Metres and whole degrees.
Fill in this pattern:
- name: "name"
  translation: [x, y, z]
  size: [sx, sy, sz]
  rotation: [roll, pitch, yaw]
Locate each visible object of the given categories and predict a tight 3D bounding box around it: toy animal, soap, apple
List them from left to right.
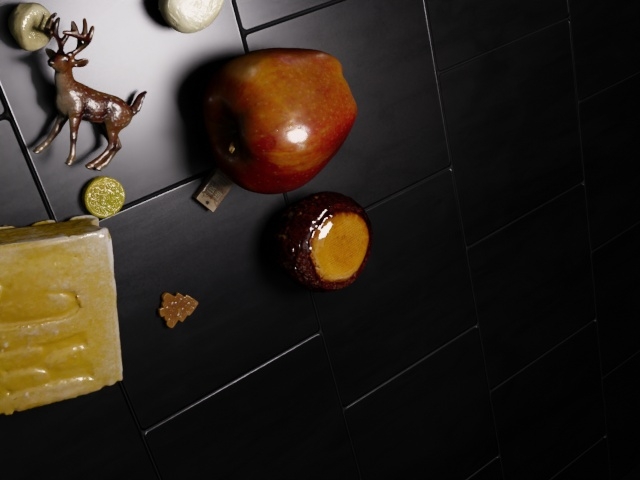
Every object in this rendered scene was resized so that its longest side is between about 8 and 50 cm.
- name: "soap"
  translation: [-0.537, 0.138, 1.456]
  size: [0.293, 0.156, 0.335]
  rotation: [-7, 107, -28]
- name: "toy animal"
  translation: [-0.441, -0.269, 1.434]
  size: [0.243, 0.087, 0.260]
  rotation: [10, 101, -60]
- name: "apple"
  translation: [-0.087, -0.249, 1.571]
  size: [0.316, 0.288, 0.288]
  rotation: [-31, 120, -34]

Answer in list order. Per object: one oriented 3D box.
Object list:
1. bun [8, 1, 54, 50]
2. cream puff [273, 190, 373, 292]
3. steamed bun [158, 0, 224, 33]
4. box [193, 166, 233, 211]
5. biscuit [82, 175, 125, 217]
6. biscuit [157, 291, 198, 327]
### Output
- name: "bun"
  translation: [-0.516, -0.381, 1.368]
  size: [0.086, 0.054, 0.086]
  rotation: [-44, 147, -39]
- name: "cream puff"
  translation: [0.000, 0.000, 1.768]
  size: [0.239, 0.164, 0.239]
  rotation: [-12, 110, -36]
- name: "steamed bun"
  translation: [-0.253, -0.464, 1.501]
  size: [0.112, 0.091, 0.130]
  rotation: [39, 84, -31]
- name: "box"
  translation: [-0.229, -0.110, 1.666]
  size: [0.053, 0.024, 0.083]
  rotation: [40, 79, -36]
- name: "biscuit"
  translation: [-0.431, -0.086, 1.537]
  size: [0.084, 0.023, 0.084]
  rotation: [-11, 109, -33]
- name: "biscuit"
  translation: [-0.312, 0.145, 1.692]
  size: [0.092, 0.016, 0.082]
  rotation: [-18, 109, -30]
